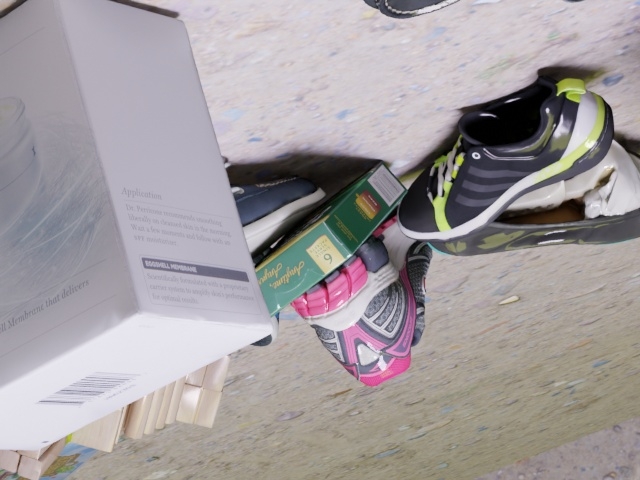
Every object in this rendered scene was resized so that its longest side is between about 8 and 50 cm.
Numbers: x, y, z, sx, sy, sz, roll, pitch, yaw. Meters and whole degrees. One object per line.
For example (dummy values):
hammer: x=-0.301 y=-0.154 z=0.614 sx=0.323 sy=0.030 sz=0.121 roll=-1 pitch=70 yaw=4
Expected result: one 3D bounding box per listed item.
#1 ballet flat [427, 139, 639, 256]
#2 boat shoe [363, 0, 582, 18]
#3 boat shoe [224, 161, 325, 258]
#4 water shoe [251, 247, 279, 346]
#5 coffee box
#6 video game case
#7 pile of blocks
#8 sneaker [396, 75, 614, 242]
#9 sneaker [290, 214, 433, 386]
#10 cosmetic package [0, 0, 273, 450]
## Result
ballet flat: x=0.228 y=-0.042 z=1.823 sx=0.280 sy=0.095 sz=0.096 roll=-11 pitch=150 yaw=-20
boat shoe: x=0.146 y=-0.201 z=1.178 sx=0.340 sy=0.113 sz=0.127 roll=-31 pitch=159 yaw=38
boat shoe: x=-0.090 y=-0.011 z=1.587 sx=0.254 sy=0.079 sz=0.095 roll=-31 pitch=167 yaw=-47
water shoe: x=-0.063 y=0.036 z=1.763 sx=0.073 sy=0.080 sz=0.203 roll=16 pitch=161 yaw=2
coffee box: x=0.000 y=0.000 z=1.644 sx=0.113 sy=0.040 sz=0.184 roll=-36 pitch=-175 yaw=26
video game case: x=-0.363 y=0.269 z=2.318 sx=0.193 sy=0.023 sz=0.212 roll=-8 pitch=161 yaw=-31
pile of blocks: x=-0.218 y=0.124 z=1.911 sx=0.362 sy=0.149 sz=0.112 roll=-10 pitch=121 yaw=-54
sneaker: x=0.139 y=-0.080 z=1.670 sx=0.235 sy=0.084 sz=0.097 roll=-31 pitch=135 yaw=34
sneaker: x=0.047 y=0.054 z=1.806 sx=0.121 sy=0.112 sz=0.299 roll=-31 pitch=-177 yaw=18
cosmetic package: x=-0.180 y=-0.007 z=1.268 sx=0.224 sy=0.224 sz=0.138 roll=-28 pitch=158 yaw=30
